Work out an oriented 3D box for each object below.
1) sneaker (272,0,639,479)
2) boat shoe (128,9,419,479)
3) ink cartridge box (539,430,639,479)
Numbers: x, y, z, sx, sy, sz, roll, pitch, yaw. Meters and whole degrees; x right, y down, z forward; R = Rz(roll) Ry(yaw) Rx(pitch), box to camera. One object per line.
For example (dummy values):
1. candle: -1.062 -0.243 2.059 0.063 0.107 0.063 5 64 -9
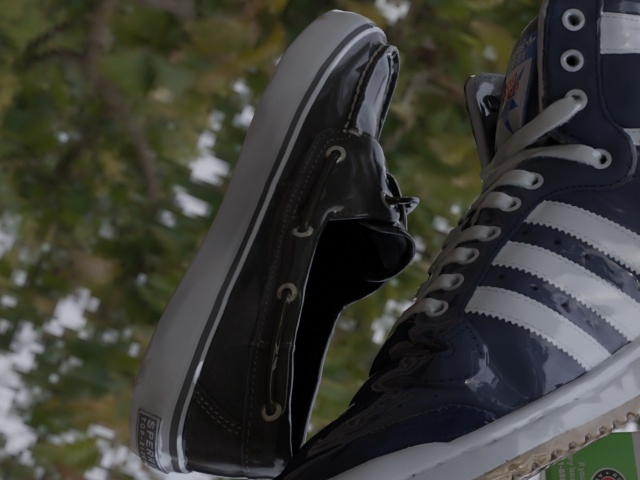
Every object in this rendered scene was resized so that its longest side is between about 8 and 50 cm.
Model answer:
1. sneaker: 0.068 0.004 0.710 0.153 0.282 0.099 60 -29 7
2. boat shoe: 0.000 0.000 0.760 0.080 0.076 0.228 85 24 -47
3. ink cartridge box: 0.293 0.236 1.303 0.114 0.273 0.198 85 2 -55
